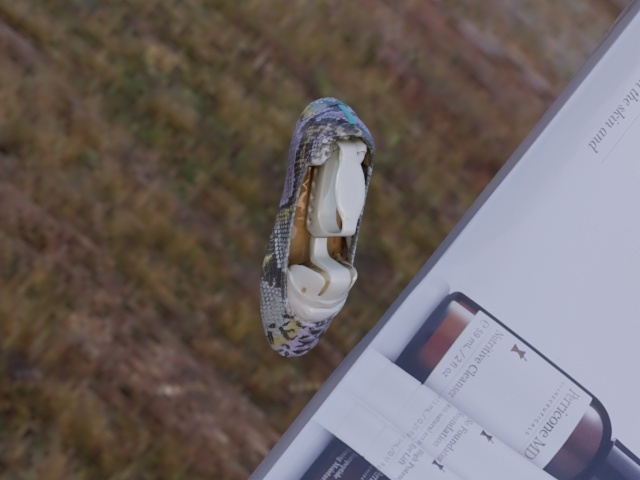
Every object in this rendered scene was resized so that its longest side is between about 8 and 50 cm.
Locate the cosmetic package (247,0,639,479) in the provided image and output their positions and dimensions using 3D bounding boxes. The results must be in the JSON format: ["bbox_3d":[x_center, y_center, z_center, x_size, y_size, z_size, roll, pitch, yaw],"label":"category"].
[{"bbox_3d":[0.056,0.042,0.444,0.099,0.239,0.060,40,-22,-1],"label":"cosmetic package"}]

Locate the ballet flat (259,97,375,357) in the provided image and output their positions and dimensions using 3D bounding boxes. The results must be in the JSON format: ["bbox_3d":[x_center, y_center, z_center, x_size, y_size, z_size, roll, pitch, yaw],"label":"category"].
[{"bbox_3d":[0.000,0.000,0.800,0.041,0.114,0.041,8,17,-3],"label":"ballet flat"}]
